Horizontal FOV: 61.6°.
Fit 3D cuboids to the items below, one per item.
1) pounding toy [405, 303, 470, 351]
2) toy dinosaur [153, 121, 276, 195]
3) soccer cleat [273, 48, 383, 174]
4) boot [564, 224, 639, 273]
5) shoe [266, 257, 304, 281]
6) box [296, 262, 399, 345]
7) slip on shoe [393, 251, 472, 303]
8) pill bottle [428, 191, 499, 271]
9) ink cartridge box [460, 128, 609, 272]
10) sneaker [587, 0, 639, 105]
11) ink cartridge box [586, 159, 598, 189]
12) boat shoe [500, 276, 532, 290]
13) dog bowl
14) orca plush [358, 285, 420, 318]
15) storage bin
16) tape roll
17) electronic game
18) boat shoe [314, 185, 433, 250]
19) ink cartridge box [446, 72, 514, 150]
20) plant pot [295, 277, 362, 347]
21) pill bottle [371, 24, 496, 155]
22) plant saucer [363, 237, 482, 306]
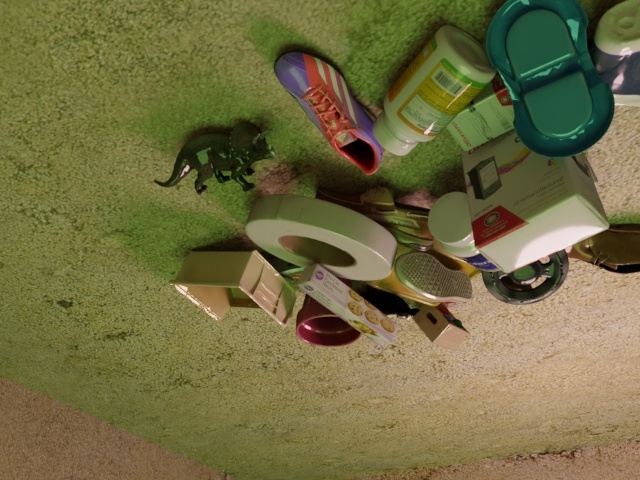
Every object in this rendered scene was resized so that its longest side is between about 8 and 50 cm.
[{"bbox_3d":[0.352,0.241,1.724,0.206,0.181,0.094,27,107,-39],"label":"pounding toy"},{"bbox_3d":[-0.236,-0.193,1.237,0.314,0.121,0.160,-2,129,12],"label":"toy dinosaur"},{"bbox_3d":[0.028,-0.262,1.114,0.109,0.116,0.318,-26,134,30],"label":"soccer cleat"},{"bbox_3d":[0.747,0.027,1.452,0.305,0.115,0.112,-2,146,8],"label":"boot"},{"bbox_3d":[-0.090,0.095,1.603,0.178,0.063,0.081,-9,137,8],"label":"shoe"},{"bbox_3d":[0.080,0.183,1.489,0.324,0.067,0.063,39,146,-20],"label":"box"},{"bbox_3d":[0.285,0.110,1.410,0.101,0.123,0.331,-17,157,37],"label":"slip on shoe"},{"bbox_3d":[0.380,-0.021,1.323,0.153,0.153,0.265,-27,150,30],"label":"pill bottle"},{"bbox_3d":[0.431,-0.118,1.128,0.131,0.306,0.226,31,133,-29],"label":"ink cartridge box"},{"bbox_3d":[0.646,-0.361,0.988,0.323,0.130,0.236,-20,153,9],"label":"sneaker"},{"bbox_3d":[0.595,-0.094,1.331,0.140,0.082,0.190,-9,138,13],"label":"ink cartridge box"},{"bbox_3d":[0.553,0.135,1.617,0.224,0.080,0.073,21,136,-33],"label":"boat shoe"},{"bbox_3d":[0.412,-0.299,0.971,0.166,0.074,0.297,-20,97,26],"label":"dog bowl"},{"bbox_3d":[0.165,0.189,1.642,0.151,0.287,0.102,-35,105,-14],"label":"orca plush"},{"bbox_3d":[-0.244,0.144,1.566,0.262,0.123,0.260,-1,144,33],"label":"storage bin"},{"bbox_3d":[0.000,0.000,1.356,0.392,0.072,0.392,16,162,5],"label":"tape roll"},{"bbox_3d":[0.559,0.079,1.470,0.229,0.048,0.229,2,118,4],"label":"electronic game"},{"bbox_3d":[0.146,-0.081,1.353,0.324,0.122,0.120,19,105,-6],"label":"boat shoe"},{"bbox_3d":[0.346,-0.271,1.134,0.150,0.063,0.109,-25,134,30],"label":"ink cartridge box"},{"bbox_3d":[0.028,0.202,1.640,0.201,0.180,0.201,1,141,1],"label":"plant pot"},{"bbox_3d":[0.212,-0.284,1.064,0.136,0.136,0.245,21,138,-22],"label":"pill bottle"},{"bbox_3d":[0.305,0.077,1.557,0.333,0.081,0.333,20,138,-20],"label":"plant saucer"}]
